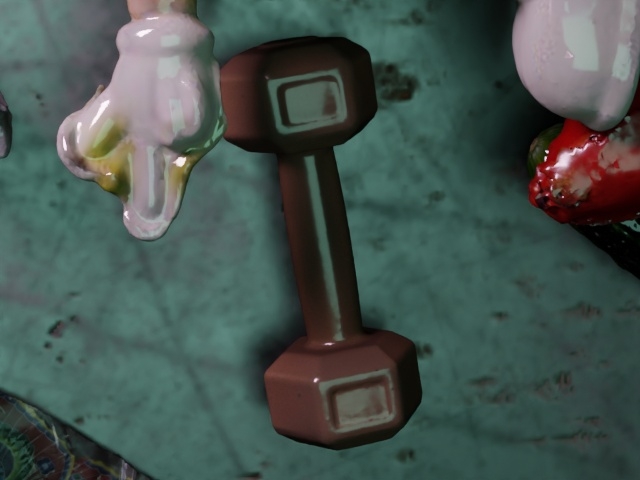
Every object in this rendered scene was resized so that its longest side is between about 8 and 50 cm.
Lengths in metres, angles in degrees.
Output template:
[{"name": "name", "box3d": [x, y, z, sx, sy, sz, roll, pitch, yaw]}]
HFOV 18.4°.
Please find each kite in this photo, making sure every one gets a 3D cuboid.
[{"name": "kite", "box3d": [-0.110, 0.191, 1.158, 0.285, 0.015, 0.152, 20, 97, -12]}]

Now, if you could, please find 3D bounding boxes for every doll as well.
[{"name": "doll", "box3d": [-0.008, -0.197, 1.020, 0.423, 0.161, 0.348, -14, 89, -6]}]

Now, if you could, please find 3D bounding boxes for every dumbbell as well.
[{"name": "dumbbell", "box3d": [0.000, 0.000, 1.114, 0.092, 0.082, 0.231, -12, 101, -11]}]

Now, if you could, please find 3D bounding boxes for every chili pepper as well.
[{"name": "chili pepper", "box3d": [0.287, -0.081, 1.132, 0.387, 0.110, 0.110, -14, 102, -22]}]

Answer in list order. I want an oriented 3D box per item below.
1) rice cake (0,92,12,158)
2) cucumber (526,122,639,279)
[{"name": "rice cake", "box3d": [-0.299, -0.170, 1.028, 0.056, 0.072, 0.365, -45, 105, 1]}, {"name": "cucumber", "box3d": [0.223, 0.004, 1.169, 0.241, 0.074, 0.074, 33, 91, -11]}]
